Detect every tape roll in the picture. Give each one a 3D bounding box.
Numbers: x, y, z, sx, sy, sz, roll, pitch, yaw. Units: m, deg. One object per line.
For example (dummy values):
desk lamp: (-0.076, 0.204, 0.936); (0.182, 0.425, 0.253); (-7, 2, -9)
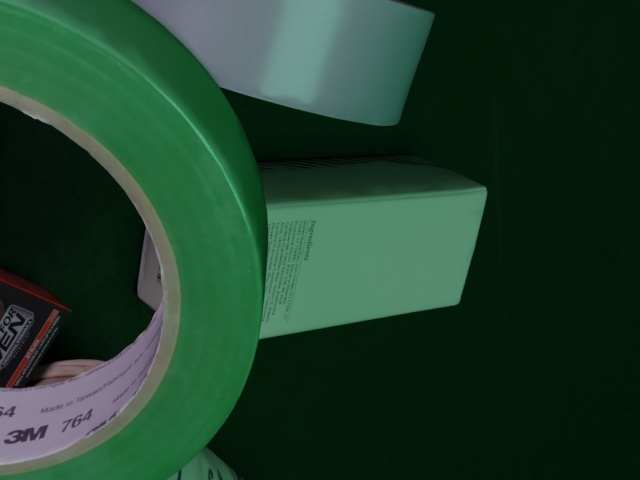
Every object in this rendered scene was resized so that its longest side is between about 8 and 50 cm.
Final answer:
tape roll: (-0.189, 0.009, 0.631); (0.321, 0.077, 0.321); (0, 119, 0)
tape roll: (-0.045, -0.138, 0.721); (0.219, 0.219, 0.072); (5, 108, -45)

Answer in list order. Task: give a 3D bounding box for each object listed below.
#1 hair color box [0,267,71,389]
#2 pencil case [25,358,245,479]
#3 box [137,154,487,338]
hair color box: (-0.237, 0.044, 0.766); (0.141, 0.043, 0.072); (31, 90, -47)
pencil case: (-0.122, 0.247, 0.902); (0.184, 0.159, 0.410); (-60, 140, -22)
box: (0.000, 0.000, 0.933); (0.275, 0.094, 0.113); (-5, 115, -43)
